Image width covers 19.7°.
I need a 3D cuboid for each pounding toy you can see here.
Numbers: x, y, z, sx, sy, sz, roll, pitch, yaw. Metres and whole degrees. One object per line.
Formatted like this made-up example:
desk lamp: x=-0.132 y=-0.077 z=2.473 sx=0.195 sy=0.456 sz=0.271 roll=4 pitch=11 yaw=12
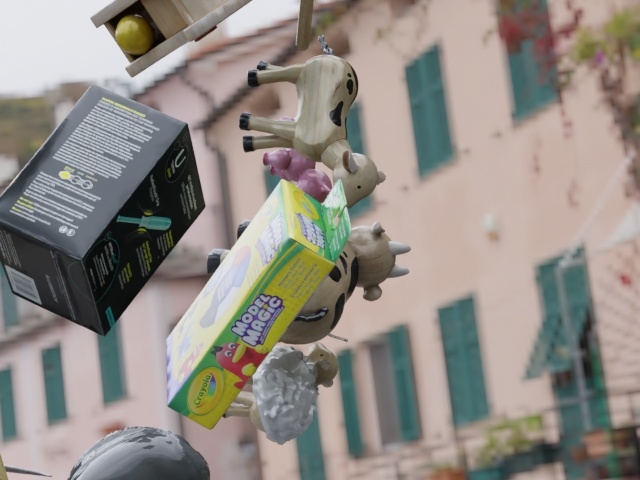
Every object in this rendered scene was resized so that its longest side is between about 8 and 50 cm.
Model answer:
pounding toy: x=-0.104 y=-0.220 z=1.831 sx=0.269 sy=0.155 sz=0.154 roll=-25 pitch=13 yaw=45

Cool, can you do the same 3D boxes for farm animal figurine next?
farm animal figurine: x=0.000 y=0.000 z=1.908 sx=0.172 sy=0.327 sz=0.330 roll=5 pitch=-53 yaw=15

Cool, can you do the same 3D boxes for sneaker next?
sneaker: x=-0.186 y=0.252 z=1.343 sx=0.286 sy=0.109 sz=0.130 roll=-46 pitch=9 yaw=20

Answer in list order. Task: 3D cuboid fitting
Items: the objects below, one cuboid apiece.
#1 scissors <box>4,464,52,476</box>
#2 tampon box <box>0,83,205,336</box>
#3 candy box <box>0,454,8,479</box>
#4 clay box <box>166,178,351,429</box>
scissors: x=-0.452 y=0.249 z=2.101 sx=0.297 sy=0.021 sz=0.109 roll=16 pitch=-42 yaw=-1
tampon box: x=-0.187 y=-0.026 z=1.558 sx=0.101 sy=0.161 sz=0.120 roll=23 pitch=-31 yaw=21
candy box: x=-0.371 y=0.252 z=1.860 sx=0.087 sy=0.316 sz=0.183 roll=-22 pitch=31 yaw=-21
clay box: x=-0.056 y=0.043 z=1.604 sx=0.053 sy=0.222 sz=0.127 roll=30 pitch=18 yaw=-17
